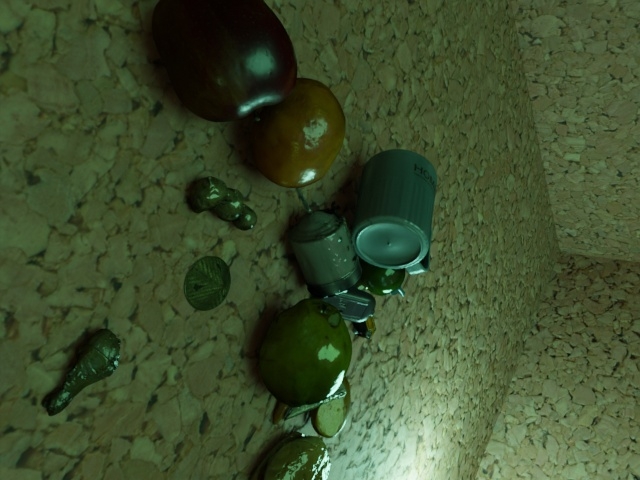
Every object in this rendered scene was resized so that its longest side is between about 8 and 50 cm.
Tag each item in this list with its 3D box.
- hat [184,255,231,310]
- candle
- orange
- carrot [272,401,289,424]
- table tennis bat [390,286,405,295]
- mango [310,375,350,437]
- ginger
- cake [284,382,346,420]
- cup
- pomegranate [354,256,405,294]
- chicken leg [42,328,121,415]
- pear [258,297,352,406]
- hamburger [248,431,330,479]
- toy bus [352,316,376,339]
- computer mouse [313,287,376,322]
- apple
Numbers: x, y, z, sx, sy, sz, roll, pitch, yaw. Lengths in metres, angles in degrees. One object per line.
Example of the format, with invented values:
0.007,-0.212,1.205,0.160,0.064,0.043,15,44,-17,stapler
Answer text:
-0.267,0.115,1.251,0.146,0.067,0.146,-11,105,-48,hat
0.000,0.000,1.457,0.187,0.187,0.330,-42,124,-36,candle
-0.055,-0.274,1.266,0.226,0.284,0.284,25,73,-6,orange
-0.076,0.453,1.546,0.062,0.066,0.271,40,62,-2,carrot
0.301,0.177,1.958,0.155,0.019,0.100,46,62,-41,table tennis bat
0.037,0.553,1.663,0.141,0.102,0.217,27,71,-22,mango
-0.239,-0.089,1.239,0.104,0.080,0.204,-48,138,12,ginger
-0.030,0.480,1.570,0.220,0.086,0.117,-17,69,-15,cake
0.240,-0.073,1.604,0.331,0.256,0.311,81,19,-47,cup
0.184,0.121,1.709,0.225,0.187,0.187,-37,127,-10,pomegranate
-0.494,0.280,1.023,0.198,0.069,0.085,-52,131,-20,chicken leg
-0.043,0.326,1.415,0.269,0.269,0.321,-10,116,-48,pear
-0.083,0.740,1.524,0.283,0.144,0.259,-49,128,-39,hamburger
0.150,0.275,1.761,0.074,0.069,0.162,-42,127,-37,toy bus
0.076,0.208,1.628,0.232,0.057,0.120,16,110,-27,computer mouse
-0.202,-0.407,1.070,0.288,0.288,0.317,-37,103,-39,apple
